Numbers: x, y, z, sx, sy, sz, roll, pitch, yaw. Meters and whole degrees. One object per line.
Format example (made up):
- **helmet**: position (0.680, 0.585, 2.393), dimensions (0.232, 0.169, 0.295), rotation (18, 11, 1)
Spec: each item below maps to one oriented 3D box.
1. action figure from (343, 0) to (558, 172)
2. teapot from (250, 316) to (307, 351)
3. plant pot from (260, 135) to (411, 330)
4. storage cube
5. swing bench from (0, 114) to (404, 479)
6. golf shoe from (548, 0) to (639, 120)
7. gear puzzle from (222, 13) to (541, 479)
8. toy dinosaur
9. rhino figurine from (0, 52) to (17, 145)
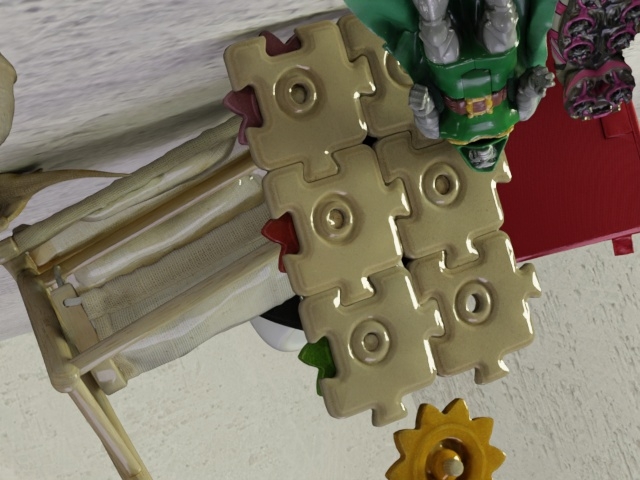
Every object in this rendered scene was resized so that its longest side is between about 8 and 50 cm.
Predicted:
- **action figure**: position (0.086, -0.103, 0.819), dimensions (0.137, 0.063, 0.232), rotation (-9, 155, 6)
- **teapot**: position (0.000, 0.000, 1.743), dimensions (0.252, 0.187, 0.256), rotation (-38, 162, 26)
- **plant pot**: position (-0.017, -0.016, 1.508), dimensions (0.188, 0.187, 0.167), rotation (-18, -172, -42)
- **storage cube**: position (0.182, -0.078, 1.269), dimensions (0.193, 0.215, 0.183), rotation (-14, 179, 11)
- **swing bench**: position (-0.089, 0.021, 1.072), dimensions (0.253, 0.165, 0.255), rotation (-30, -141, -8)
- **golf shoe**: position (0.194, -0.165, 1.062), dimensions (0.067, 0.086, 0.186), rotation (-15, 154, -3)
- **gear puzzle**: position (0.051, 0.021, 0.924), dimensions (0.175, 0.339, 0.044), rotation (-19, -174, -26)
- **toy dinosaur**: position (-0.230, -0.033, 1.054), dimensions (0.183, 0.053, 0.092), rotation (-16, -163, 40)
- **rhino figurine**: position (-0.222, -0.041, 0.540), dimensions (0.243, 0.073, 0.106), rotation (-15, 179, -44)
